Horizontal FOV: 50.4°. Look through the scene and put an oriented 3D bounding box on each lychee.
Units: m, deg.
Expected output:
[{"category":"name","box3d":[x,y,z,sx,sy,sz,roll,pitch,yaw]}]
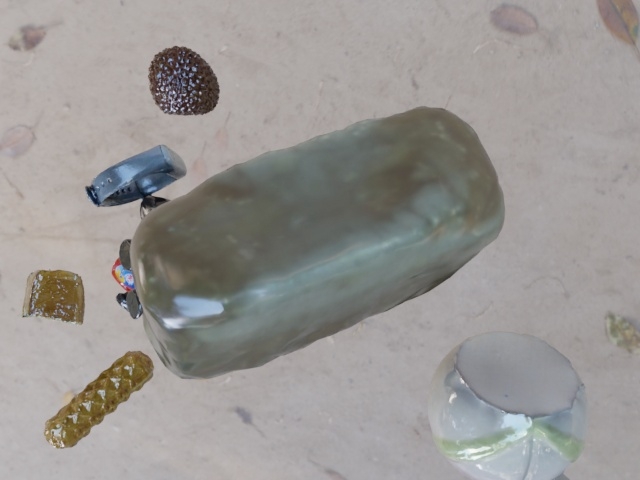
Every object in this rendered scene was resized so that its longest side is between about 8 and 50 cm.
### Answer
[{"category":"lychee","box3d":[-0.362,-0.421,1.791,0.188,0.188,0.188,8,119,16]}]

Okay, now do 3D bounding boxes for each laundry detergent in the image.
[{"category":"laundry detergent","box3d":[-0.487,0.117,1.818,0.165,0.049,0.097,41,125,14]}]

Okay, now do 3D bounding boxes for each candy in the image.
[{"category":"candy","box3d":[0.000,0.000,0.424,0.104,0.234,0.102,101,146,-59]}]

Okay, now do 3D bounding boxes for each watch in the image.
[{"category":"watch","box3d":[-0.389,-0.132,1.450,0.193,0.206,0.068,-26,88,2]}]

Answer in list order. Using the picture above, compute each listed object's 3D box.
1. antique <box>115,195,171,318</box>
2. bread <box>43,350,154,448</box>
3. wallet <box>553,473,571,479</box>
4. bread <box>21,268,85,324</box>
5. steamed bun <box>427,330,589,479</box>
[{"category":"antique","box3d":[-0.318,0.048,1.587,0.185,0.255,0.322,50,124,29]},{"category":"bread","box3d":[-0.278,0.200,0.862,0.044,0.157,0.052,25,146,40]},{"category":"wallet","box3d":[0.637,0.663,1.611,0.250,0.176,0.075,41,98,24]},{"category":"bread","box3d":[-0.357,0.076,0.917,0.077,0.070,0.083,12,171,-28]},{"category":"steamed bun","box3d":[0.346,0.346,1.299,0.309,0.309,0.309,8,119,16]}]
